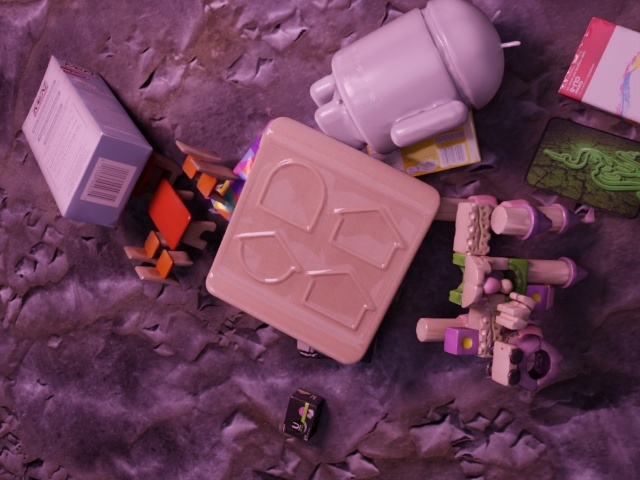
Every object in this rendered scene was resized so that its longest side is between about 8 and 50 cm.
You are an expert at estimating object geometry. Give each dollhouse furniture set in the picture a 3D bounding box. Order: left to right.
[{"bbox_3d":[-0.320,-0.082,1.375,0.259,0.135,0.262,48,114,43],"label":"dollhouse furniture set"}]

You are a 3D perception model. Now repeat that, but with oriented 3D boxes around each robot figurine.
[{"bbox_3d":[0.159,-0.279,1.182,0.353,0.200,0.300,-25,51,16],"label":"robot figurine"}]

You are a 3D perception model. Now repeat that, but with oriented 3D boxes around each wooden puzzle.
[{"bbox_3d":[0.000,0.000,1.225,0.322,0.080,0.348,27,104,7],"label":"wooden puzzle"}]

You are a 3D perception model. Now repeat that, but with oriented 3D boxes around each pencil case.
[{"bbox_3d":[-0.125,-0.135,1.374,0.104,0.104,0.236,47,108,9],"label":"pencil case"}]

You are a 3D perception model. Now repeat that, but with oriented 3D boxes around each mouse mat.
[{"bbox_3d":[0.454,-0.125,1.158,0.189,0.007,0.153,22,69,16],"label":"mouse mat"}]

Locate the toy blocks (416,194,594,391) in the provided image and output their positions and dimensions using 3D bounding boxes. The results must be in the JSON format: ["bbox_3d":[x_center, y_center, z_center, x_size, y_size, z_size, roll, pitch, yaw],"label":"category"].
[{"bbox_3d":[0.346,0.071,1.142,0.260,0.309,0.289,4,93,-18],"label":"toy blocks"}]

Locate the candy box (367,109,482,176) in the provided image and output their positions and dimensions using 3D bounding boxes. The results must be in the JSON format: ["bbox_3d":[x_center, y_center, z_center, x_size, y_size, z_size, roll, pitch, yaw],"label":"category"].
[{"bbox_3d":[0.189,-0.174,1.285,0.206,0.027,0.105,-11,89,22],"label":"candy box"}]

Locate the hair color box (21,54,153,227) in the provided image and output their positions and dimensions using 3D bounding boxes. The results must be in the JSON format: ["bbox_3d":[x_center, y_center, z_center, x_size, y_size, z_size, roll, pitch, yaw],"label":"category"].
[{"bbox_3d":[-0.483,-0.207,1.398,0.374,0.113,0.185,48,114,42],"label":"hair color box"}]

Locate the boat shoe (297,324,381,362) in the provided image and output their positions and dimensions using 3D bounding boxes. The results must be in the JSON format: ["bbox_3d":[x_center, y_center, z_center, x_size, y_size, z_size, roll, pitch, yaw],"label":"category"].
[{"bbox_3d":[0.055,0.076,1.333,0.158,0.127,0.340,10,109,12],"label":"boat shoe"}]

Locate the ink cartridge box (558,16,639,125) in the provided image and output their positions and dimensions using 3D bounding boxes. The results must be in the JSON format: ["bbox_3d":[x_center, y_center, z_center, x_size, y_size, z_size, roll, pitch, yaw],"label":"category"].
[{"bbox_3d":[0.493,-0.260,1.104,0.176,0.128,0.127,26,106,16],"label":"ink cartridge box"}]

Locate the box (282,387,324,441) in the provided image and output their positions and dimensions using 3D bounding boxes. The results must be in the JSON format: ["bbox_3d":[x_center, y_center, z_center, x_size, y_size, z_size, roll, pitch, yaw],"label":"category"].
[{"bbox_3d":[-0.036,0.362,1.434,0.062,0.052,0.083,17,105,17],"label":"box"}]
